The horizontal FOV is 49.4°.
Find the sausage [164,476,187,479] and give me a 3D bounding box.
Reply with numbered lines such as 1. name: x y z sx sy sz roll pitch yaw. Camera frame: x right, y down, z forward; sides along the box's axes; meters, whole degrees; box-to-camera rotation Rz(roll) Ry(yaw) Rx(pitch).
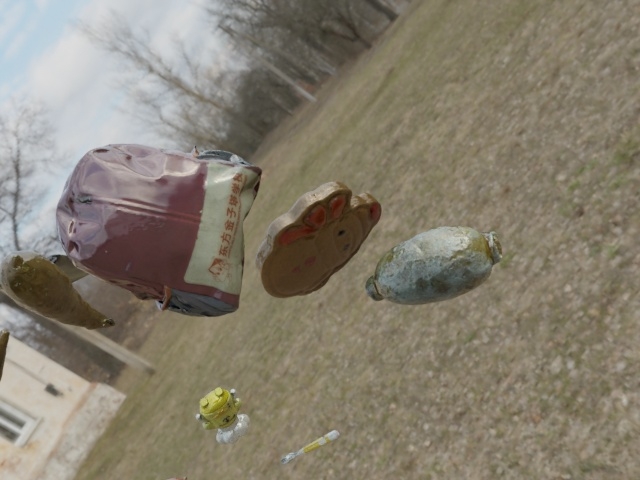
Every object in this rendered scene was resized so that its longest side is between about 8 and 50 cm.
1. sausage: -0.539 0.729 1.800 0.433 0.088 0.088 -24 -4 -23

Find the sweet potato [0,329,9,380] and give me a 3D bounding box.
1. sweet potato: -0.730 0.298 1.507 0.244 0.077 0.077 -49 10 15

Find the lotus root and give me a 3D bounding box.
1. lotus root: 0.259 0.068 1.667 0.349 0.175 0.175 -22 22 20

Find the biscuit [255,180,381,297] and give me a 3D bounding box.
1. biscuit: 0.000 0.000 1.817 0.381 0.074 0.359 -31 -31 -10

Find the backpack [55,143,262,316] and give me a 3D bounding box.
1. backpack: -0.273 -0.027 1.160 0.197 0.317 0.283 157 122 -64

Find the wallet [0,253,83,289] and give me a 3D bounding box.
1. wallet: -0.764 0.094 1.959 0.197 0.051 0.377 -24 -4 -4

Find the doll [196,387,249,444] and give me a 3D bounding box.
1. doll: -0.218 0.400 1.583 0.106 0.162 0.062 -34 40 -13

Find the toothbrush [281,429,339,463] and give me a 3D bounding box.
1. toothbrush: -0.029 0.503 1.681 0.024 0.021 0.288 -26 -12 -38

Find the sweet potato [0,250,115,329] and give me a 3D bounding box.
1. sweet potato: -0.657 0.137 1.720 0.130 0.130 0.423 -59 -26 -19
